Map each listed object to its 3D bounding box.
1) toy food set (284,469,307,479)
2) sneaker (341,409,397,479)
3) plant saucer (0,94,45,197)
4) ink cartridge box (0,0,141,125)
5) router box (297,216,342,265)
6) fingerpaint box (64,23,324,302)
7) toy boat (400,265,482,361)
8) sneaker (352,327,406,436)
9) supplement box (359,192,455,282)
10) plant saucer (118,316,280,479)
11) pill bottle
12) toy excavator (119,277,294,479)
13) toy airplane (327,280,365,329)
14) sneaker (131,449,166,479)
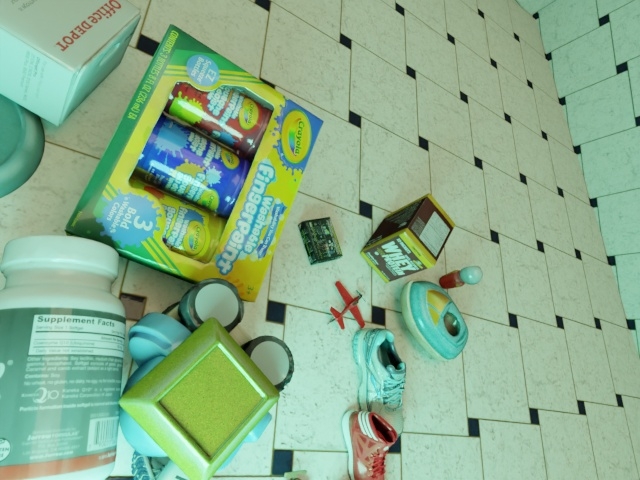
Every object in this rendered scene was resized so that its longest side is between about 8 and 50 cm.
[{"bbox_3d":[-0.060,0.561,0.926,0.078,0.019,0.122,12,73,-32],"label":"toy food set"},{"bbox_3d":[0.127,0.512,1.009,0.087,0.128,0.221,-13,80,-39],"label":"sneaker"},{"bbox_3d":[-0.680,-0.211,0.772,0.318,0.044,0.317,15,64,-32],"label":"plant saucer"},{"bbox_3d":[-0.602,-0.452,0.819,0.395,0.166,0.285,32,46,-22],"label":"ink cartridge box"},{"bbox_3d":[0.000,0.000,1.181,0.092,0.038,0.122,-10,79,-38],"label":"router box"},{"bbox_3d":[-0.243,-0.140,0.909,0.371,0.163,0.444,27,75,-25],"label":"fingerpaint box"},{"bbox_3d":[0.382,0.188,1.312,0.267,0.148,0.318,51,51,-8],"label":"toy boat"},{"bbox_3d":[0.164,0.361,1.100,0.110,0.122,0.282,-4,75,-37],"label":"sneaker"},{"bbox_3d":[0.256,-0.004,1.269,0.129,0.191,0.194,48,51,-11],"label":"supplement box"},{"bbox_3d":[-0.172,0.248,0.673,0.188,0.045,0.188,-43,100,-32],"label":"plant saucer"},{"bbox_3d":[-0.427,0.190,0.685,0.211,0.210,0.362,9,66,-33],"label":"pill bottle"},{"bbox_3d":[-0.233,0.357,0.741,0.432,0.222,0.445,49,49,-8],"label":"toy excavator"},{"bbox_3d":[0.070,0.183,1.165,0.151,0.028,0.151,14,65,-32],"label":"toy airplane"},{"bbox_3d":[-0.297,0.435,0.790,0.135,0.052,0.058,60,30,7],"label":"sneaker"}]
